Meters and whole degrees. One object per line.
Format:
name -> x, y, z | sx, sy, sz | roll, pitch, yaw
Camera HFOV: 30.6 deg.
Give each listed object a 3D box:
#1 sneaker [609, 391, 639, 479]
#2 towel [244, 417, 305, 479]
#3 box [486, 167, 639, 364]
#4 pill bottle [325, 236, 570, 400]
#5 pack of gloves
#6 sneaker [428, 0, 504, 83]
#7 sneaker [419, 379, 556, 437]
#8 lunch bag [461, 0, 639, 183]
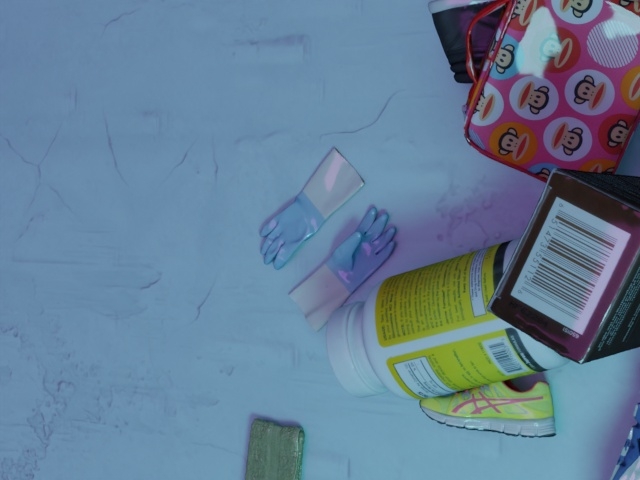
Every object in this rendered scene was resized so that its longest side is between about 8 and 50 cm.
sneaker -> 0.489, 0.309, 1.534 | 0.182, 0.127, 0.315 | 19, 99, 32
towel -> -0.076, 0.373, 1.938 | 0.110, 0.027, 0.148 | 7, 96, 32
box -> 0.372, 0.024, 1.452 | 0.143, 0.381, 0.191 | 31, 106, 29
pill bottle -> 0.183, 0.124, 1.681 | 0.334, 0.188, 0.188 | -18, 82, 30
pack of gloves -> 0.000, 0.000, 1.873 | 0.232, 0.046, 0.195 | -48, 69, 23
sneaker -> 0.306, -0.295, 1.658 | 0.296, 0.104, 0.147 | -7, 102, 24
sneaker -> 0.247, 0.233, 1.716 | 0.208, 0.081, 0.094 | 3, 85, 25
lunch bag -> 0.314, -0.229, 1.564 | 0.258, 0.120, 0.293 | 23, 119, 1
